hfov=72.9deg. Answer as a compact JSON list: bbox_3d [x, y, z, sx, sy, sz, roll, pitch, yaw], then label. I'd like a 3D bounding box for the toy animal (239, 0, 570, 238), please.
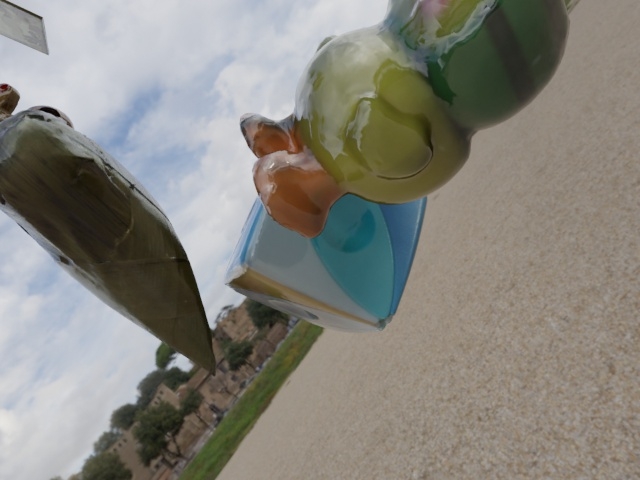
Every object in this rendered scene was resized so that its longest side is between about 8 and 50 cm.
[{"bbox_3d":[0.087,-0.146,0.461,0.338,0.191,0.216,-37,41,17],"label":"toy animal"}]

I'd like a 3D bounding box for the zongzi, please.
[{"bbox_3d":[-0.281,0.023,0.592,0.160,0.360,0.323,-36,-22,-6],"label":"zongzi"}]

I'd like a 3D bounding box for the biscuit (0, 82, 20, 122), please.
[{"bbox_3d":[-0.692,-0.243,0.855,0.197,0.301,0.049,-55,-15,-9],"label":"biscuit"}]

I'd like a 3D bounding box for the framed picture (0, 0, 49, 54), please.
[{"bbox_3d":[-0.790,-0.562,1.128,0.201,0.136,0.010,-9,65,61],"label":"framed picture"}]

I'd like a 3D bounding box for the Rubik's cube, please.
[{"bbox_3d":[0.000,0.000,1.008,0.351,0.347,0.352,-70,13,-20],"label":"Rubik's cube"}]

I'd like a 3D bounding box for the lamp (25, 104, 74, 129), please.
[{"bbox_3d":[-0.765,-0.308,1.211,0.136,0.136,0.136,-52,-6,-8],"label":"lamp"}]
